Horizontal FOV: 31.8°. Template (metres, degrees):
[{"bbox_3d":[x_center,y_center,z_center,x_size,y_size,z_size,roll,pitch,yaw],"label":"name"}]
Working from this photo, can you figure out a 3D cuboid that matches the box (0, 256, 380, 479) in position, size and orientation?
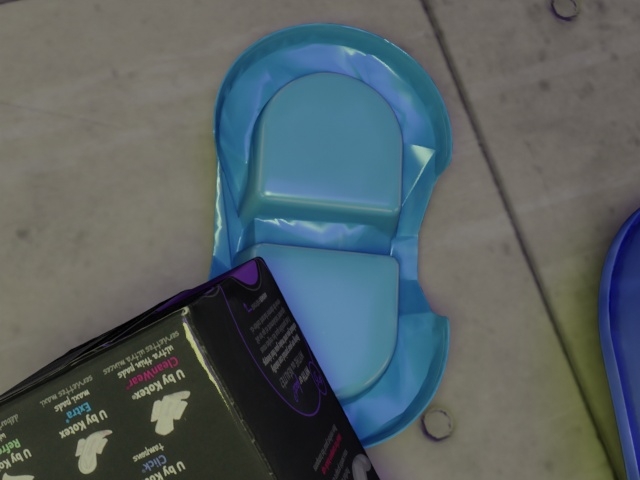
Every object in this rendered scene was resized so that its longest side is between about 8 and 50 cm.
[{"bbox_3d":[-0.046,0.167,0.611,0.143,0.165,0.270,-28,93,13],"label":"box"}]

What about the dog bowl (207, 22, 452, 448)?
[{"bbox_3d":[0.000,0.000,0.770,0.166,0.074,0.297,6,73,-9],"label":"dog bowl"}]

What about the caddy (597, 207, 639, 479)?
[{"bbox_3d":[0.307,0.119,0.742,0.241,0.179,0.341,5,71,-35],"label":"caddy"}]
